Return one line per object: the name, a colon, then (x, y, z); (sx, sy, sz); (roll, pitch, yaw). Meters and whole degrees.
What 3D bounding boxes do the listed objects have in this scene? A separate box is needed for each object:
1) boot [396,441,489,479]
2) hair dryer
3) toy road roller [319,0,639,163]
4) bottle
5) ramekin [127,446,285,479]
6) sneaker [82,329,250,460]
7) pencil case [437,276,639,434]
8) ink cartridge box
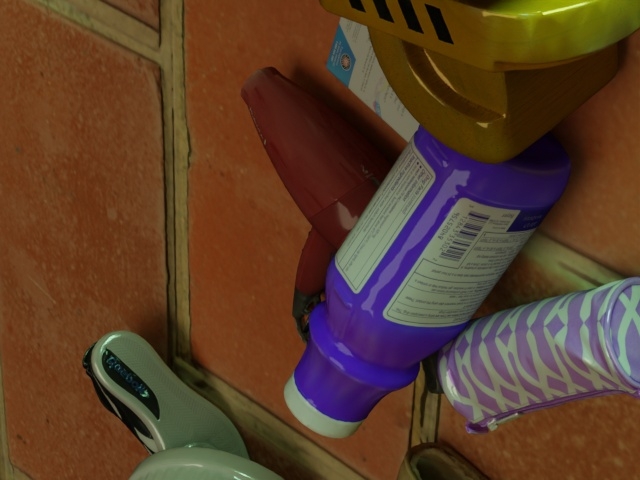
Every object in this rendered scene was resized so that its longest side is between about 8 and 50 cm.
boot: (0.109, 0.342, 1.464); (0.236, 0.089, 0.270); (41, 128, 30)
hair dryer: (0.000, 0.000, 1.436); (0.223, 0.080, 0.294); (-2, 108, 52)
toy road roller: (0.073, -0.198, 1.142); (0.329, 0.202, 0.241); (26, 140, 38)
bottle: (0.066, 0.026, 1.285); (0.092, 0.118, 0.283); (55, 127, 33)
ramekin: (-0.105, 0.301, 1.642); (0.207, 0.109, 0.207); (13, 134, 14)
sneaker: (-0.148, 0.178, 1.739); (0.217, 0.079, 0.121); (53, 165, -4)
pencil case: (0.169, 0.085, 1.272); (0.206, 0.086, 0.088); (-23, 58, 55)
ink cartridge box: (0.070, -0.130, 1.298); (0.122, 0.052, 0.088); (46, 140, 25)
